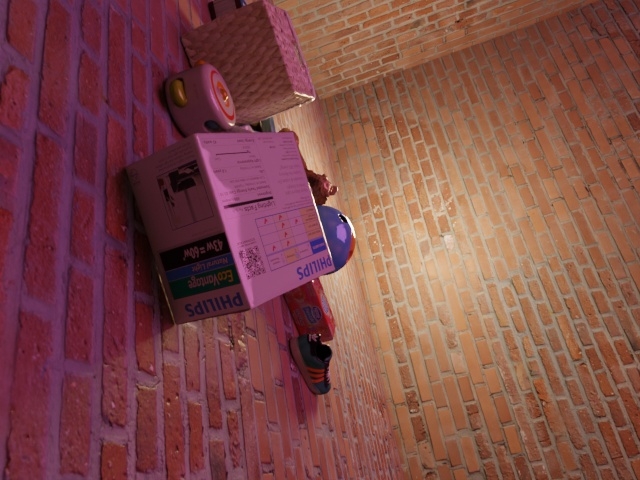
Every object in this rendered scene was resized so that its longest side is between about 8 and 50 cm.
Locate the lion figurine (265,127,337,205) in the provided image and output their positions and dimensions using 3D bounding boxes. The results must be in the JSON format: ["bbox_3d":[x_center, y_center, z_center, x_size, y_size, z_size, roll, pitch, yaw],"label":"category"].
[{"bbox_3d":[-0.095,-0.285,1.913,0.392,0.142,0.240,60,-23,7],"label":"lion figurine"}]

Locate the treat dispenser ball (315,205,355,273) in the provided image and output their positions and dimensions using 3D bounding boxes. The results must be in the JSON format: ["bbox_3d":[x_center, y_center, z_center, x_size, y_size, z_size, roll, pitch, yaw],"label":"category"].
[{"bbox_3d":[0.000,0.000,2.112,0.288,0.288,0.288,-17,90,-79],"label":"treat dispenser ball"}]

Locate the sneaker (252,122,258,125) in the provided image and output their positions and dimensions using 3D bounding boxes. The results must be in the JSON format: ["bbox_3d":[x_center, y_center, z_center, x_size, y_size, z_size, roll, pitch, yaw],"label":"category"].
[{"bbox_3d":[-0.288,-0.554,2.089,0.094,0.081,0.208,63,19,-73],"label":"sneaker"}]

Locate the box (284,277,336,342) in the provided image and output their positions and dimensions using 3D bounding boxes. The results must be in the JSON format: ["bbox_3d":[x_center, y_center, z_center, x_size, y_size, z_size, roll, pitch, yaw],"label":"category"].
[{"bbox_3d":[-0.039,0.256,1.969,0.128,0.122,0.257,-71,143,-70],"label":"box"}]

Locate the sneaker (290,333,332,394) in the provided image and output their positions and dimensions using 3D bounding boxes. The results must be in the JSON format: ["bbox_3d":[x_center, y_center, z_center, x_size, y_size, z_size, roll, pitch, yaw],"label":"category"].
[{"bbox_3d":[-0.003,0.450,1.868,0.108,0.121,0.302,-92,161,-51],"label":"sneaker"}]

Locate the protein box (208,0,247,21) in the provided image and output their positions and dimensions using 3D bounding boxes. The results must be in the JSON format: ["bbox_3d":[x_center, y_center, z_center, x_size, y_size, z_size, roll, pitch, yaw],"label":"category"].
[{"bbox_3d":[-0.335,-0.845,2.098,0.200,0.136,0.201,39,36,-71],"label":"protein box"}]

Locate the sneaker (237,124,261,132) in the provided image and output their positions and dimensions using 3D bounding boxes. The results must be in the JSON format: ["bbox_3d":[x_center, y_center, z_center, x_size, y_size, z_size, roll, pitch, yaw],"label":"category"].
[{"bbox_3d":[-0.260,-0.358,1.915,0.228,0.087,0.092,0,82,-75],"label":"sneaker"}]

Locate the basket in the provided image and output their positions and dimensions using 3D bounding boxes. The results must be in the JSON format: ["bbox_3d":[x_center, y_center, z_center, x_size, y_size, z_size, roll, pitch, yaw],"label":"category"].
[{"bbox_3d":[-0.231,-0.578,1.737,0.266,0.331,0.328,-53,126,-73],"label":"basket"}]

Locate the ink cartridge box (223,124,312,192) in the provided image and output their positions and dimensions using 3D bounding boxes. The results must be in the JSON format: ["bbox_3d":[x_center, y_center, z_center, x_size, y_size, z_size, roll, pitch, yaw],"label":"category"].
[{"bbox_3d":[-0.216,-0.262,1.660,0.071,0.330,0.324,-61,155,-9],"label":"ink cartridge box"}]

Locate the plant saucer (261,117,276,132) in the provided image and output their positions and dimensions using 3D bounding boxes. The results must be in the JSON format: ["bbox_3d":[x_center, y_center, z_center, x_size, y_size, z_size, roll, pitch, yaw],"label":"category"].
[{"bbox_3d":[-0.215,-0.454,2.202,0.317,0.043,0.318,-9,90,-89],"label":"plant saucer"}]

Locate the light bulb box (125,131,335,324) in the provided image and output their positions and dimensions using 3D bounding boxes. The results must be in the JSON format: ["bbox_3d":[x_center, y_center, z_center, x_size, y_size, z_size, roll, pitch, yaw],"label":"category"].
[{"bbox_3d":[-0.187,-0.042,1.184,0.358,0.225,0.361,-20,94,-57],"label":"light bulb box"}]

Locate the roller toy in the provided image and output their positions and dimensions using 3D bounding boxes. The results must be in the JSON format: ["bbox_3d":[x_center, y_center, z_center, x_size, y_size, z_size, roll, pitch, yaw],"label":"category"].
[{"bbox_3d":[-0.328,-0.390,1.456,0.209,0.146,0.191,-91,161,-55],"label":"roller toy"}]
